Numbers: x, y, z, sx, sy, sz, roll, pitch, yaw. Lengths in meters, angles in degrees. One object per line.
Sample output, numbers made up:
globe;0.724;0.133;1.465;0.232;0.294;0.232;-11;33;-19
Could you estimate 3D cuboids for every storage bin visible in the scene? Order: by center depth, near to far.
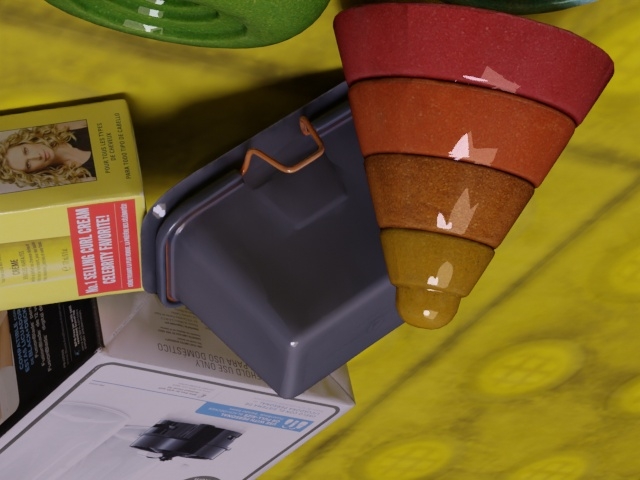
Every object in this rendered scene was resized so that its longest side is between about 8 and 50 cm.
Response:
storage bin;0.000;0.000;0.768;0.135;0.091;0.098;-34;155;-24

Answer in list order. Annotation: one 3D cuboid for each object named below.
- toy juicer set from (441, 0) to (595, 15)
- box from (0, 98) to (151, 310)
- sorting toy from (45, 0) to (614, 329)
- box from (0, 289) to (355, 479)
toy juicer set;0.105;-0.155;0.609;0.329;0.089;0.209;8;144;-29
box;-0.195;-0.004;0.763;0.232;0.058;0.087;-8;147;-10
sorting toy;-0.046;-0.050;0.644;0.365;0.126;0.127;14;173;-34
box;-0.138;0.109;0.938;0.169;0.087;0.290;16;138;-39
